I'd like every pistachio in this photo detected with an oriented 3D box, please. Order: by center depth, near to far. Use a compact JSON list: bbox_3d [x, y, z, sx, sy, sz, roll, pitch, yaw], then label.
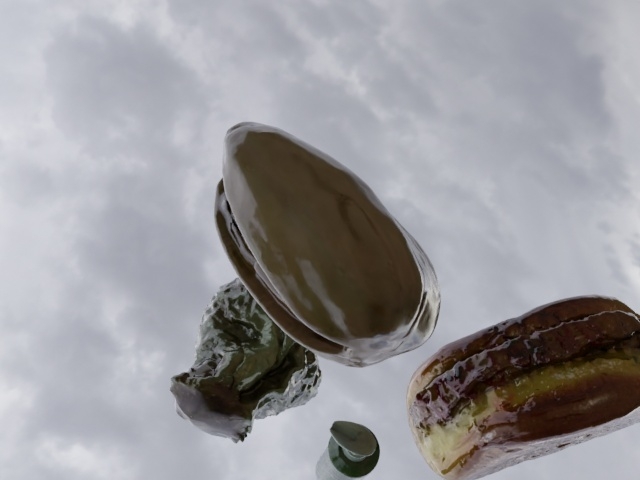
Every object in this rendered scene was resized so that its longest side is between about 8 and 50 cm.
[{"bbox_3d":[0.000,0.000,0.462,0.131,0.130,0.206,-24,-112,-38],"label":"pistachio"}]

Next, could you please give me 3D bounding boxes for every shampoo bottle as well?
[{"bbox_3d":[0.030,0.256,0.745,0.065,0.205,0.065,3,-119,-5],"label":"shampoo bottle"}]

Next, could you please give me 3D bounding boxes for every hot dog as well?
[{"bbox_3d":[0.315,0.207,0.916,0.223,0.404,0.185,58,-169,-60],"label":"hot dog"}]

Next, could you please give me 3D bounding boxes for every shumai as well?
[{"bbox_3d":[-0.132,0.197,0.966,0.222,0.261,0.225,-37,-102,-23],"label":"shumai"}]
